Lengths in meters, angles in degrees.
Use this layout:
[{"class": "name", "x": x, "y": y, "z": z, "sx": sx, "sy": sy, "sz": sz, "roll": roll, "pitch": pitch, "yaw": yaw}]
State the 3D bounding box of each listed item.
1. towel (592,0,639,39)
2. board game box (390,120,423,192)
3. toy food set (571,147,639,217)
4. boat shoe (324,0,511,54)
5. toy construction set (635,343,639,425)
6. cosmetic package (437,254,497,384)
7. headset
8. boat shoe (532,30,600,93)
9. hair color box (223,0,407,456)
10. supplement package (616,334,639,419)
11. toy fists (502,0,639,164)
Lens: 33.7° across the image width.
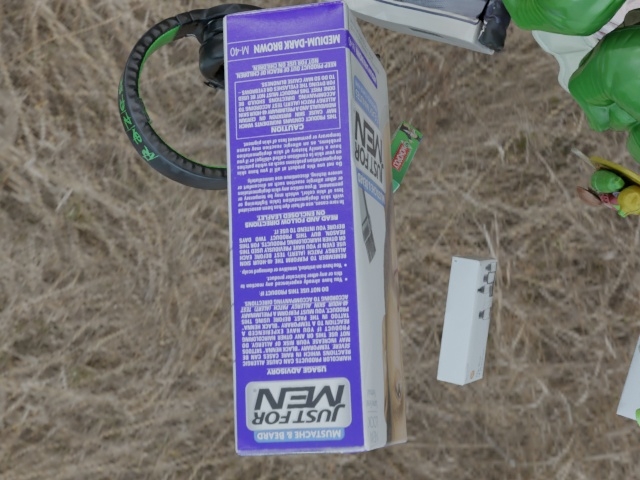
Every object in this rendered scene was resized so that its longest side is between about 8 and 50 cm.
[{"class": "towel", "x": 0.363, "y": -0.331, "z": 1.005, "sx": 0.317, "sy": 0.053, "sz": 0.331, "roll": 30, "pitch": 88, "yaw": 28}, {"class": "board game box", "x": 0.047, "y": -0.039, "z": 1.780, "sx": 0.046, "sy": 0.213, "sz": 0.317, "roll": 36, "pitch": 121, "yaw": -4}, {"class": "toy food set", "x": 0.477, "y": -0.074, "z": 1.717, "sx": 0.128, "sy": 0.218, "sz": 0.071, "roll": 35, "pitch": 94, "yaw": -18}, {"class": "boat shoe", "x": 0.157, "y": -0.403, "z": 1.642, "sx": 0.341, "sy": 0.127, "sz": 0.158, "roll": 22, "pitch": 97, "yaw": 30}, {"class": "toy construction set", "x": 0.446, "y": 0.255, "z": 1.304, "sx": 0.151, "sy": 0.327, "sz": 0.215, "roll": -13, "pitch": 156, "yaw": 41}, {"class": "cosmetic package", "x": 0.282, "y": 0.150, "z": 2.022, "sx": 0.061, "sy": 0.099, "sz": 0.238, "roll": 10, "pitch": 97, "yaw": 32}, {"class": "headset", "x": -0.092, "y": -0.201, "z": 1.477, "sx": 0.394, "sy": 0.185, "sz": 0.243, "roll": -17, "pitch": 80, "yaw": -25}, {"class": "boat shoe", "x": 0.423, "y": -0.313, "z": 1.692, "sx": 0.109, "sy": 0.091, "sz": 0.305, "roll": 1, "pitch": 161, "yaw": 31}, {"class": "hair color box", "x": 0.000, "y": 0.000, "z": 0.862, "sx": 0.110, "sy": 0.185, "sz": 0.338, "roll": -3, "pitch": 81, "yaw": 13}, {"class": "supplement package", "x": 0.665, "y": 0.215, "z": 1.837, "sx": 0.204, "sy": 0.145, "sz": 0.261, "roll": 16, "pitch": 86, "yaw": 34}, {"class": "toy fists", "x": 0.185, "y": -0.138, "z": 0.640, "sx": 0.096, "sy": 0.142, "sz": 0.279, "roll": -41, "pitch": 102, "yaw": -3}]
